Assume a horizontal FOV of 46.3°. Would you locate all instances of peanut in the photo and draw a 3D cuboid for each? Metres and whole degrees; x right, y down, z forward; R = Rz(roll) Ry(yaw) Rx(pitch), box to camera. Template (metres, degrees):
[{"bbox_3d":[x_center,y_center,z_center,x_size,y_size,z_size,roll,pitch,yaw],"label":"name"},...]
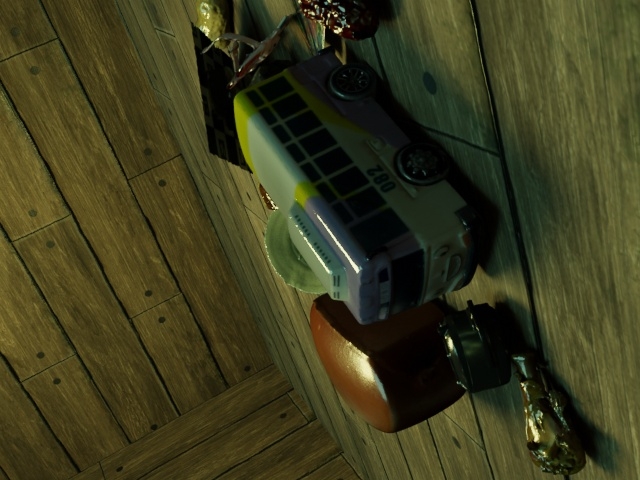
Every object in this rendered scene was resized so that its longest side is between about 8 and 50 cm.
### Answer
[{"bbox_3d":[-0.257,-0.531,1.808,0.099,0.099,0.214,59,159,13],"label":"peanut"}]

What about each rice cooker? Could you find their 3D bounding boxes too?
[{"bbox_3d":[0.260,0.179,1.244,0.112,0.106,0.165,-98,-18,-55],"label":"rice cooker"}]

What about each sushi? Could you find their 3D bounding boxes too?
[{"bbox_3d":[-0.177,-0.328,1.745,0.373,0.100,0.296,14,-112,-80],"label":"sushi"}]

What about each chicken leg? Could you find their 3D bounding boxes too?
[{"bbox_3d":[0.352,0.276,1.179,0.101,0.085,0.207,-21,-90,-62],"label":"chicken leg"}]

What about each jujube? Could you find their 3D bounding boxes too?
[{"bbox_3d":[0.028,-0.357,1.128,0.166,0.104,0.104,49,161,25],"label":"jujube"}]

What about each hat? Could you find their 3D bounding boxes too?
[{"bbox_3d":[0.000,0.000,1.802,0.252,0.252,0.110,62,-153,0],"label":"hat"}]

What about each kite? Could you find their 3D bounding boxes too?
[{"bbox_3d":[-0.010,-0.385,1.315,0.241,0.014,0.183,-166,60,-78],"label":"kite"}]

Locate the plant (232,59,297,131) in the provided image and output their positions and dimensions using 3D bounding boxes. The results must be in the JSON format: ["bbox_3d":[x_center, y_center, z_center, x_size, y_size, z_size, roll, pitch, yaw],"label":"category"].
[{"bbox_3d":[-0.095,-0.259,1.600,0.142,0.164,0.256,55,152,26],"label":"plant"}]

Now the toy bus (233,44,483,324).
[{"bbox_3d":[0.049,-0.085,1.230,0.440,0.249,0.209,54,163,29],"label":"toy bus"}]

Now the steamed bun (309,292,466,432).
[{"bbox_3d":[0.139,0.244,1.535,0.379,0.235,0.248,35,146,60],"label":"steamed bun"}]

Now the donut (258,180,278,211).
[{"bbox_3d":[-0.071,-0.141,1.704,0.073,0.166,0.184,54,-177,-20],"label":"donut"}]

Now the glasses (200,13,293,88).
[{"bbox_3d":[-0.142,-0.396,1.494,0.095,0.162,0.255,51,166,-14],"label":"glasses"}]
